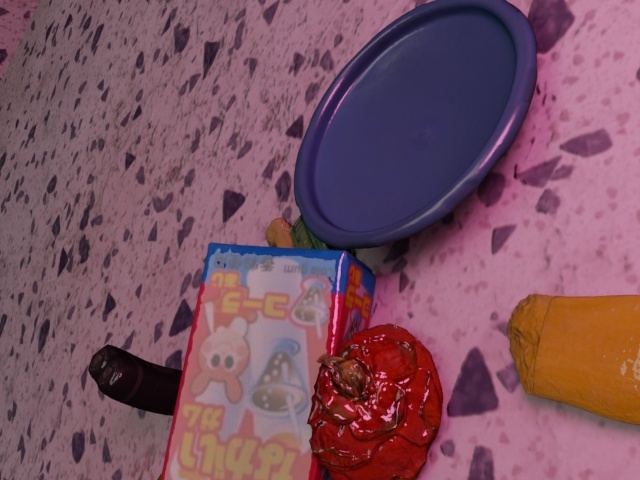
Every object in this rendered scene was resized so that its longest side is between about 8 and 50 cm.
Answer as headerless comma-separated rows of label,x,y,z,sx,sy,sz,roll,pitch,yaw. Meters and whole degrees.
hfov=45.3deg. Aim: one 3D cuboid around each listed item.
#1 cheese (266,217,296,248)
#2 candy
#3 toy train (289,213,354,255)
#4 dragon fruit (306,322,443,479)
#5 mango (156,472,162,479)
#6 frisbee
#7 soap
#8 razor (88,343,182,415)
cheese,-0.040,0.012,0.896,0.044,0.030,0.083,-49,47,19
candy,-0.052,0.161,0.737,0.157,0.100,0.305,4,75,23
toy train,0.000,0.000,0.846,0.056,0.038,0.093,-56,39,31
dragon fruit,0.049,0.146,0.660,0.083,0.106,0.162,-3,72,50
mango,-0.142,0.305,0.847,0.178,0.100,0.119,-55,41,33
frisbee,0.090,-0.113,0.754,0.289,0.049,0.289,-29,44,33
soap,0.193,0.083,0.559,0.168,0.033,0.089,-4,69,53
razor,-0.207,0.177,0.946,0.090,0.148,0.054,31,93,54
